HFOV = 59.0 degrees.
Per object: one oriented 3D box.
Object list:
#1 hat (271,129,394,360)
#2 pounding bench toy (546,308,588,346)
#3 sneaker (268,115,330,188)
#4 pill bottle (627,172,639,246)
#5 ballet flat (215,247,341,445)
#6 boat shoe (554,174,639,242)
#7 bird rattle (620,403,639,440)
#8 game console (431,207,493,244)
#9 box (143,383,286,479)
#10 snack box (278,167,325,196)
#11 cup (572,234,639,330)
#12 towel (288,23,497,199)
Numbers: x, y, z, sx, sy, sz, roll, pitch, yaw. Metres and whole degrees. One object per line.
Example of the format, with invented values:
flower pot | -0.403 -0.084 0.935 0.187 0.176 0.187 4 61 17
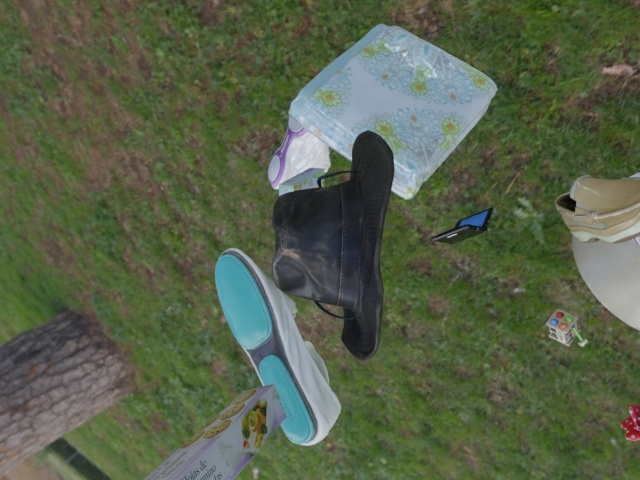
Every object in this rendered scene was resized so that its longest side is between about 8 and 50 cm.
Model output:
hat | 0.000 0.000 0.755 0.134 0.331 0.331 4 135 -6
pounding bench toy | 0.588 0.210 1.338 0.083 0.052 0.065 28 157 45
sneaker | -0.025 -0.261 1.505 0.305 0.152 0.114 -57 41 33
pill bottle | 0.529 -0.021 0.818 0.216 0.121 0.121 -110 5 -61
ballet flat | -0.080 0.196 1.107 0.139 0.139 0.400 -40 73 52
boat shoe | 0.302 -0.040 0.610 0.072 0.068 0.190 43 174 4
bird rattle | 0.843 0.476 1.311 0.253 0.207 0.143 -113 24 -70
game console | 0.345 -0.040 1.381 0.122 0.107 0.071 -27 60 53
box | -0.142 0.294 0.786 0.067 0.324 0.063 -20 92 22
snack box | -0.033 -0.081 1.122 0.037 0.141 0.100 6 113 23
cup | 0.711 -0.005 1.109 0.331 0.331 0.237 40 148 13
towel | 0.165 -0.300 1.225 0.320 0.374 0.090 36 154 14
